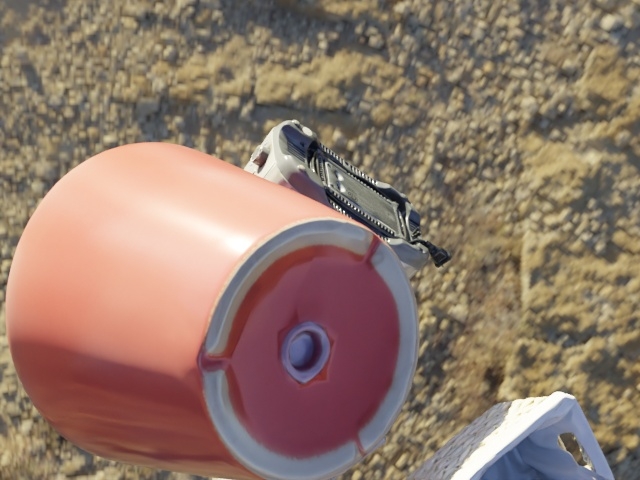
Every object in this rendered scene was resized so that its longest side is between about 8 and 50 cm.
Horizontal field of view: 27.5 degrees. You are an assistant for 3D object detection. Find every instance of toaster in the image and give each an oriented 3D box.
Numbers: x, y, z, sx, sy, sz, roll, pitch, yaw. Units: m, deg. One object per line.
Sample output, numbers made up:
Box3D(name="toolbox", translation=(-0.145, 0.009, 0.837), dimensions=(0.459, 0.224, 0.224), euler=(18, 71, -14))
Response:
Box3D(name="toaster", translation=(0.000, 0.000, 1.289), dimensions=(0.227, 0.146, 0.129), euler=(32, 26, -24))

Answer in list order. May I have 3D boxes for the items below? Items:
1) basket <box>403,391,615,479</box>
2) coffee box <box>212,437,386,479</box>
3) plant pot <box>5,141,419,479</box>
Box3D(name="basket", translation=(0.170, 0.227, 1.197), dimensions=(0.167, 0.103, 0.113), euler=(-32, 100, -32))
Box3D(name="coffee box", translation=(-0.034, 0.258, 1.743), dimensions=(0.098, 0.246, 0.141), euler=(30, 35, -29))
Box3D(name="plant pot", translation=(-0.073, 0.066, 1.012), dimensions=(0.275, 0.243, 0.275), euler=(-6, 100, -36))
